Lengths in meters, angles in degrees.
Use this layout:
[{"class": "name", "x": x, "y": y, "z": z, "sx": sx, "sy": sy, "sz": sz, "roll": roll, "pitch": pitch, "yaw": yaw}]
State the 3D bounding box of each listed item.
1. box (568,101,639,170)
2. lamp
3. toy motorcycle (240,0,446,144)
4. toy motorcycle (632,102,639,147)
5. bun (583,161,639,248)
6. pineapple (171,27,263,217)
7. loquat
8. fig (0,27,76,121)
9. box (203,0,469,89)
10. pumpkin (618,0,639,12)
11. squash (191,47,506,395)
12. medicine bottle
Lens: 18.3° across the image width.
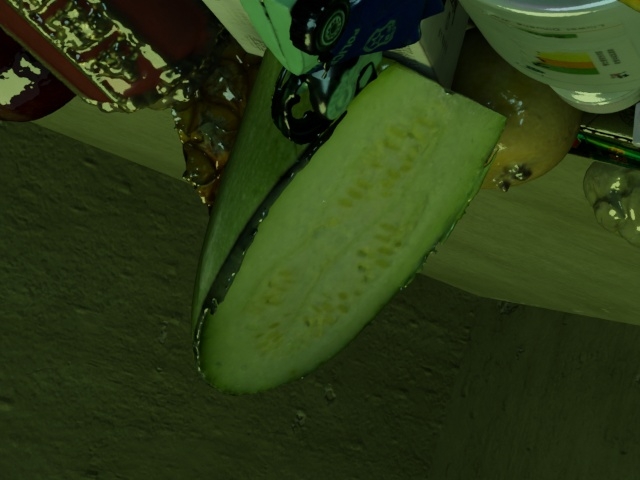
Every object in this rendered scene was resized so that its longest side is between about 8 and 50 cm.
[{"class": "box", "x": 0.244, "y": -0.141, "z": 2.097, "sx": 0.240, "sy": 0.071, "sz": 0.159, "roll": 15, "pitch": 171, "yaw": 14}, {"class": "lamp", "x": -0.211, "y": -0.234, "z": 1.794, "sx": 0.274, "sy": 0.177, "sz": 0.177, "roll": 42, "pitch": 162, "yaw": -28}, {"class": "toy motorcycle", "x": 0.016, "y": -0.209, "z": 1.461, "sx": 0.125, "sy": 0.196, "sz": 0.331, "roll": 32, "pitch": 159, "yaw": 22}, {"class": "toy motorcycle", "x": 0.406, "y": -0.100, "z": 1.621, "sx": 0.327, "sy": 0.143, "sz": 0.188, "roll": -1, "pitch": 162, "yaw": 34}, {"class": "bun", "x": 0.427, "y": -0.032, "z": 2.392, "sx": 0.210, "sy": 0.116, "sz": 0.237, "roll": 19, "pitch": 175, "yaw": -31}, {"class": "pineapple", "x": -0.021, "y": -0.173, "z": 1.972, "sx": 0.209, "sy": 0.286, "sz": 0.344, "roll": -11, "pitch": -155, "yaw": 16}, {"class": "loquat", "x": 0.165, "y": -0.123, "z": 1.929, "sx": 0.172, "sy": 0.204, "sz": 0.149, "roll": 21, "pitch": 147, "yaw": 45}, {"class": "fig", "x": -0.305, "y": -0.239, "z": 1.991, "sx": 0.235, "sy": 0.235, "sz": 0.214, "roll": 13, "pitch": 178, "yaw": 29}, {"class": "box", "x": 0.017, "y": -0.221, "z": 1.741, "sx": 0.203, "sy": 0.116, "sz": 0.274, "roll": 14, "pitch": 175, "yaw": 11}, {"class": "pumpkin", "x": 0.269, "y": -0.174, "z": 1.089, "sx": 0.317, "sy": 0.139, "sz": 0.222, "roll": 25, "pitch": 164, "yaw": 9}, {"class": "squash", "x": 0.000, "y": 0.000, "z": 1.779, "sx": 0.210, "sy": 0.309, "sz": 0.233, "roll": 11, "pitch": 174, "yaw": 38}, {"class": "medicine bottle", "x": 0.204, "y": -0.186, "z": 1.585, "sx": 0.161, "sy": 0.111, "sz": 0.296, "roll": 9, "pitch": 174, "yaw": 17}]
